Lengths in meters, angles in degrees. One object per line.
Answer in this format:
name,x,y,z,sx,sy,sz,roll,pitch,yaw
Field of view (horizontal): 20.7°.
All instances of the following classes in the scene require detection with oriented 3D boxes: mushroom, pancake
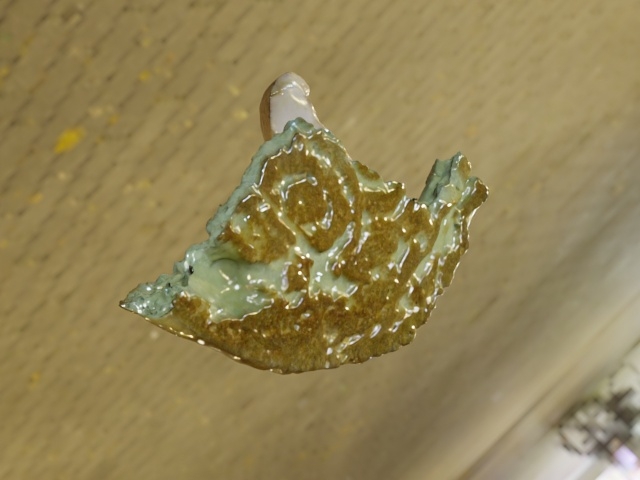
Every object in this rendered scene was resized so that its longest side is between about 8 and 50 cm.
mushroom,0.007,-0.061,1.631,0.072,0.210,0.094,-38,-165,1
pancake,-0.003,0.002,1.373,0.377,0.197,0.054,-13,-178,-43
